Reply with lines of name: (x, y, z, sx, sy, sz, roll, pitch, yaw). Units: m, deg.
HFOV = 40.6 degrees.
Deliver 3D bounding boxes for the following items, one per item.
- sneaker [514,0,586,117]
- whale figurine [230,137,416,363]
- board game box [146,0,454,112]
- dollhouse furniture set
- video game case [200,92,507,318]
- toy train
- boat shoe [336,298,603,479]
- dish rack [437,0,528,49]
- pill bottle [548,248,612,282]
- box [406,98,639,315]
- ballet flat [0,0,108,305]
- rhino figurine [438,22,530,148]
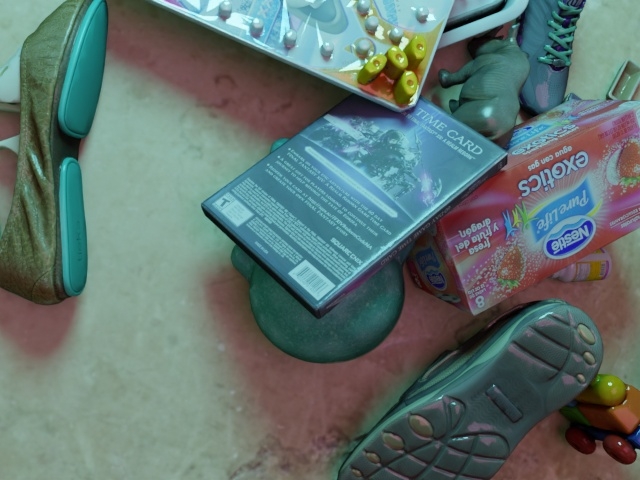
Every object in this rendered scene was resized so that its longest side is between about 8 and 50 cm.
sneaker: (0.296, -0.271, 1.108, 0.083, 0.098, 0.223, 1, 87, -17)
whale figurine: (0.000, 0.000, 0.973, 0.216, 0.141, 0.272, -6, 78, 7)
board game box: (-0.006, -0.392, 0.957, 0.390, 0.050, 0.390, 23, 79, -8)
dollhouse furniture set: (0.393, -0.205, 1.144, 0.091, 0.081, 0.114, 33, 79, -14)
video game case: (0.036, -0.061, 0.934, 0.274, 0.026, 0.196, -38, 56, -19)
toy train: (0.346, 0.184, 1.028, 0.143, 0.248, 0.105, 43, 76, -6)
boat shoe: (0.174, 0.200, 1.030, 0.355, 0.130, 0.132, -37, 97, 8)
dish rack: (0.085, -0.388, 1.062, 0.285, 0.072, 0.333, -24, 94, -18)
pill bottle: (0.335, 0.032, 1.135, 0.083, 0.043, 0.043, -2, 88, -17)
box: (0.247, -0.050, 1.041, 0.300, 0.154, 0.142, -26, 108, -15)
ballet flat: (-0.304, -0.104, 0.922, 0.124, 0.116, 0.342, 4, 90, 2)
rhino figurine: (0.200, -0.187, 1.051, 0.073, 0.106, 0.243, 55, 41, -34)
